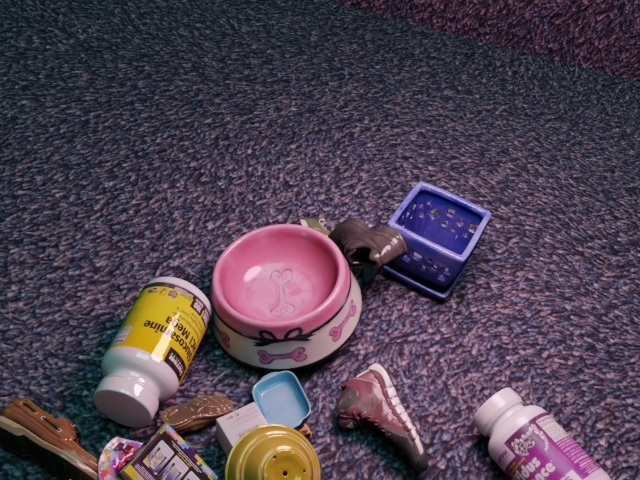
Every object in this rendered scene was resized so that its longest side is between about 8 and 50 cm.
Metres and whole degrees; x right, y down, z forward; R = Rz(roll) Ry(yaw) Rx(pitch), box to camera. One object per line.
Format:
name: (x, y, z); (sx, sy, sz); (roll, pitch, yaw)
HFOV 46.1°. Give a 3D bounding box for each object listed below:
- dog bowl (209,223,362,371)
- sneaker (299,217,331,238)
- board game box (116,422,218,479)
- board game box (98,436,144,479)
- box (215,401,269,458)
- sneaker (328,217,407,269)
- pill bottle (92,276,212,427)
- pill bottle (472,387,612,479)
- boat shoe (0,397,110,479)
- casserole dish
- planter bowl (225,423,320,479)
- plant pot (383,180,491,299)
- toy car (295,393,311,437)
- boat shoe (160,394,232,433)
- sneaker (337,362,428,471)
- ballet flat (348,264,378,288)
dog bowl: (-0.099, 0.125, 1.927); (0.408, 0.150, 0.408); (-4, 47, 4)
sneaker: (0.000, 0.000, 2.176); (0.086, 0.064, 0.192); (-11, 45, -12)
board game box: (-0.322, 0.499, 1.593); (0.170, 0.048, 0.141); (50, 51, -8)
board game box: (-0.388, 0.489, 1.602); (0.169, 0.033, 0.133); (24, 47, -29)
box: (-0.171, 0.443, 1.701); (0.101, 0.087, 0.102); (-20, 52, -26)
sneaker: (0.100, 0.015, 2.037); (0.130, 0.109, 0.286); (-35, 22, -27)
pill bottle: (-0.396, 0.261, 1.773); (0.188, 0.188, 0.334); (15, 46, 5)
pill bottle: (0.491, 0.486, 1.707); (0.169, 0.169, 0.301); (-24, 53, -28)
boat shoe: (-0.569, 0.434, 1.630); (0.307, 0.110, 0.104); (27, 42, 11)
casserole dish: (-0.090, 0.386, 1.774); (0.114, 0.037, 0.188); (-23, 38, -10)
planter bowl: (-0.087, 0.496, 1.597); (0.217, 0.090, 0.217); (7, 69, -19)
plant pot: (0.316, 0.011, 2.112); (0.236, 0.212, 0.236); (26, 47, 17)
toy car: (-0.059, 0.416, 1.778); (0.060, 0.040, 0.122); (-5, 47, -14)
boat shoe: (-0.289, 0.407, 1.739); (0.178, 0.060, 0.064); (-9, 43, -35)
sneaker: (0.130, 0.438, 1.765); (0.162, 0.106, 0.281); (-23, 54, -6)
ballet flat: (0.091, 0.097, 2.088); (0.087, 0.083, 0.247); (19, 45, 22)
